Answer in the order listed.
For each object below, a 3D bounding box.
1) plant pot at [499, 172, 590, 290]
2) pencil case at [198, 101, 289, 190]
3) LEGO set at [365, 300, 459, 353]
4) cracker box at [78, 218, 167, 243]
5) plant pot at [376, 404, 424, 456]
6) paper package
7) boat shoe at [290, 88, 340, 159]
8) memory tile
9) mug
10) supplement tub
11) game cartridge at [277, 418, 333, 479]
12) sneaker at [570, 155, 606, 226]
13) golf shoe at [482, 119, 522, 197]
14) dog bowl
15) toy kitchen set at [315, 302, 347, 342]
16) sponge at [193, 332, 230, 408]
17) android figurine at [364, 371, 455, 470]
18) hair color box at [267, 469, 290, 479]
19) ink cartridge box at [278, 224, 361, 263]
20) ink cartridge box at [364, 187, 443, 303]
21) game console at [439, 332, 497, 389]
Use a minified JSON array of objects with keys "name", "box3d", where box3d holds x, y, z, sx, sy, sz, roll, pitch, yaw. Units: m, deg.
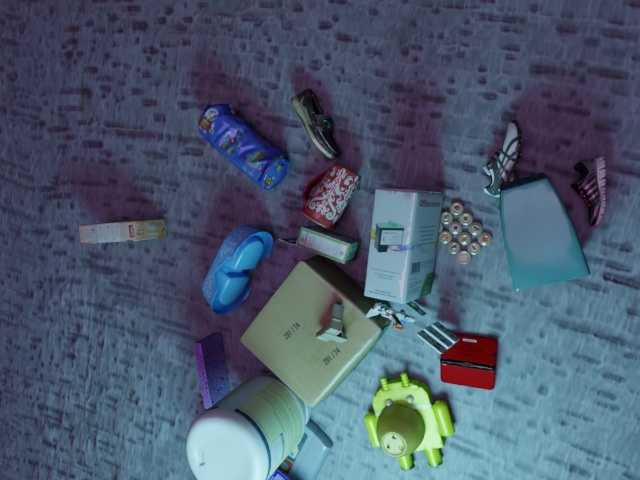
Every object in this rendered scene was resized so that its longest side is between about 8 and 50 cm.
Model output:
[{"name":"plant pot","box3d":[0.513,-0.032,1.216,0.165,0.165,0.234,-15,100,21]},{"name":"pencil case","box3d":[-0.227,-0.286,1.522,0.306,0.119,0.133,42,105,12]},{"name":"LEGO set","box3d":[0.234,0.215,1.350,0.244,0.182,0.060,38,109,22]},{"name":"cracker box","box3d":[-0.647,-0.030,1.681,0.232,0.155,0.067,-3,93,21]},{"name":"plant pot","box3d":[0.206,0.528,1.379,0.134,0.095,0.134,3,98,20]},{"name":"paper package","box3d":[-0.012,0.252,1.459,0.309,0.168,0.325,41,106,12]},{"name":"boat shoe","box3d":[-0.003,-0.335,1.455,0.073,0.080,0.224,-37,77,24]},{"name":"memory tile","box3d":[0.375,-0.020,1.373,0.113,0.012,0.148,-44,79,18]},{"name":"mug","box3d":[0.019,-0.139,1.448,0.150,0.113,0.169,34,102,13]},{"name":"supplement tub","box3d":[-0.182,0.513,1.397,0.235,0.325,0.236,4,100,24]},{"name":"game cartridge","box3d":[-0.116,0.615,1.590,0.294,0.060,0.196,28,100,16]},{"name":"sneaker","box3d":[0.646,-0.117,1.238,0.074,0.063,0.171,0,89,20]},{"name":"golf shoe","box3d":[0.459,-0.206,1.293,0.093,0.077,0.198,6,95,20]},{"name":"dog bowl","box3d":[-0.257,0.083,1.547,0.074,0.166,0.297,36,106,27]},{"name":"toy kitchen set","box3d":[0.040,0.220,1.338,0.068,0.075,0.083,21,144,-19]},{"name":"sponge","box3d":[-0.342,0.410,1.622,0.031,0.117,0.210,-8,92,22]},{"name":"android figurine","box3d":[0.246,0.507,1.443,0.248,0.056,0.273,-16,90,21]},{"name":"hair color box","box3d":[-0.203,0.727,1.557,0.338,0.110,0.185,34,147,16]},{"name":"ink cartridge box","box3d":[0.000,0.000,1.465,0.209,0.109,0.062,19,100,19]},{"name":"ink cartridge box","box3d":[0.219,0.006,1.328,0.117,0.201,0.278,9,98,31]},{"name":"game console","box3d":[0.403,0.327,1.391,0.143,0.085,0.124,4,65,20]}]
